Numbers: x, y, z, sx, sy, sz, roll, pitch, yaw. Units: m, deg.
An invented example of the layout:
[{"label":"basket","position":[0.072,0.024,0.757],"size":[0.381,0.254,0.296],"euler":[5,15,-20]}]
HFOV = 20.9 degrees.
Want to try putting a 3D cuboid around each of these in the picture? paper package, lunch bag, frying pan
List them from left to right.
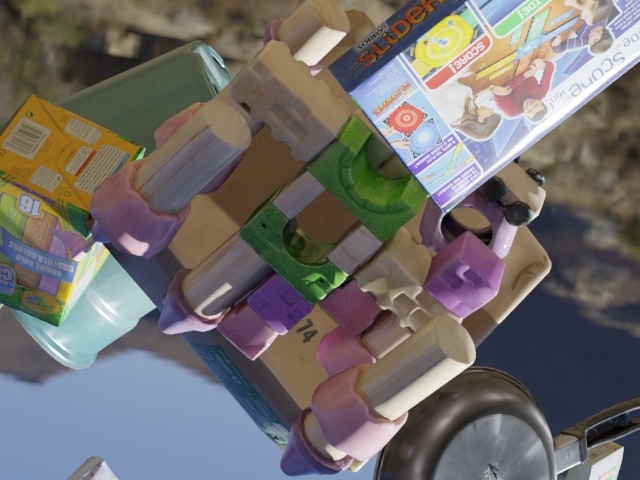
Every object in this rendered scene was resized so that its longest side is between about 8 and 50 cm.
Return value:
[{"label":"lunch bag","position":[-0.204,0.229,1.474],"size":[0.053,0.071,0.083],"euler":[33,150,27]},{"label":"paper package","position":[0.000,0.000,1.643],"size":[0.325,0.309,0.168],"euler":[51,163,-16]},{"label":"frying pan","position":[0.184,0.218,1.523],"size":[0.326,0.197,0.053],"euler":[12,179,-33]}]

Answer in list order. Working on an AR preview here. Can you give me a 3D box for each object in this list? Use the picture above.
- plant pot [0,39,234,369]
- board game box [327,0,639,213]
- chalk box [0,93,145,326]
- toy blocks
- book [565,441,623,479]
[{"label":"plant pot","position":[-0.232,-0.062,2.167],"size":[0.334,0.341,0.341],"euler":[-27,175,8]},{"label":"board game box","position":[0.121,-0.123,1.087],"size":[0.136,0.201,0.035],"euler":[49,-175,-44]},{"label":"chalk box","position":[-0.283,-0.012,1.754],"size":[0.132,0.213,0.132],"euler":[25,-139,2]},{"label":"toy blocks","position":[-0.029,0.009,1.352],"size":[0.288,0.260,0.309],"euler":[43,-146,-9]},{"label":"book","position":[0.247,0.243,1.636],"size":[0.035,0.096,0.144],"euler":[21,-171,20]}]
